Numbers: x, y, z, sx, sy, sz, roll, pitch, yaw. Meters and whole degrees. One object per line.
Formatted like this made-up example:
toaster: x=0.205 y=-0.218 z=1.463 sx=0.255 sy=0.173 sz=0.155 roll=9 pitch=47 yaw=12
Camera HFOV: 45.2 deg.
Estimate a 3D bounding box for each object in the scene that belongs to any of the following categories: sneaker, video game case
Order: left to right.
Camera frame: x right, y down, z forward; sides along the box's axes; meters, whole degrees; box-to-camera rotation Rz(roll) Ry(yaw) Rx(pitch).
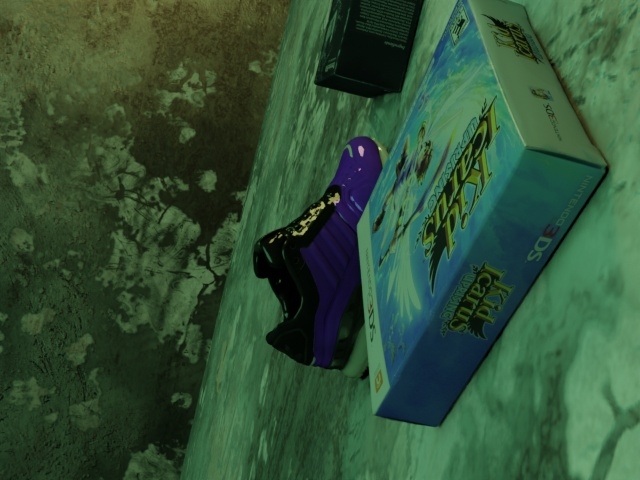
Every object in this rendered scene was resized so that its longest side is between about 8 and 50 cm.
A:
sneaker: x=0.000 y=0.000 z=0.878 sx=0.102 sy=0.146 sz=0.293 roll=128 pitch=152 yaw=-64
video game case: x=0.104 y=-0.029 z=0.626 sx=0.244 sy=0.061 sz=0.269 roll=-93 pitch=19 yaw=-50

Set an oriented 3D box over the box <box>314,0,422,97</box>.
box: x=0.063 y=-0.279 z=1.026 sx=0.156 sy=0.093 sz=0.158 roll=-146 pitch=68 yaw=-78
